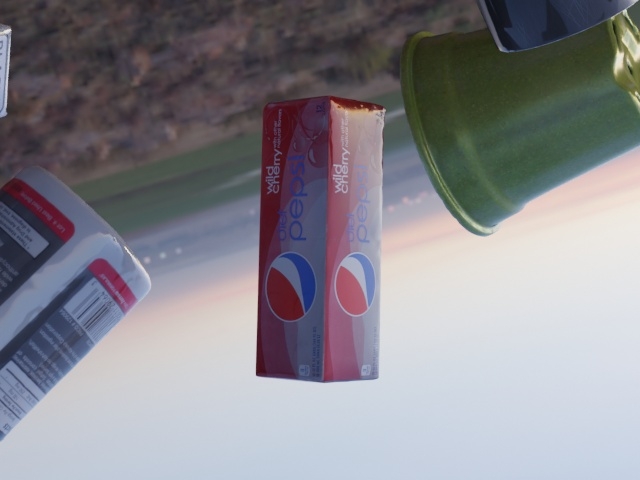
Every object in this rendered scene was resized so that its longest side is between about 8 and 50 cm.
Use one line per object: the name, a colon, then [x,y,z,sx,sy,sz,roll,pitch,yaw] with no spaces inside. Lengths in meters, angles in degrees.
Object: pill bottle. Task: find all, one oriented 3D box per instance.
pill bottle: [-0.332,0.094,1.276,0.318,0.176,0.176,-46,-172,-14]

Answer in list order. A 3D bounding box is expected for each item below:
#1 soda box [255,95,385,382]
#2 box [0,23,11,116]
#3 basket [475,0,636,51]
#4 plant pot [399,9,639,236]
soda box: [0.000,0.000,1.247,0.092,0.263,0.083,-1,177,42]
box: [-0.415,-0.136,1.106,0.169,0.087,0.290,16,-157,22]
basket: [0.163,-0.281,1.073,0.154,0.227,0.204,-23,-166,6]
plant pot: [0.273,-0.173,1.631,0.254,0.276,0.276,-20,179,27]
